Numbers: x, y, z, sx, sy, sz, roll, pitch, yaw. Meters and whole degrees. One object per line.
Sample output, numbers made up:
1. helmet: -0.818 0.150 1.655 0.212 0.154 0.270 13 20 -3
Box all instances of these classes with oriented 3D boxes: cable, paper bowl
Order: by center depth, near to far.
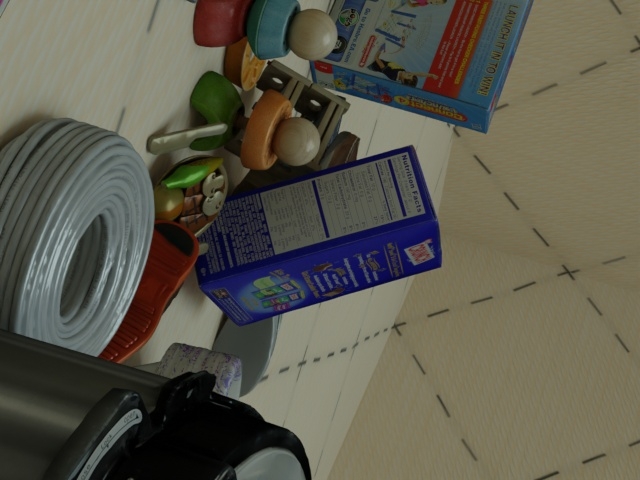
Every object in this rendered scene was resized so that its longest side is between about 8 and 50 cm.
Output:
1. cable: -0.242 0.019 1.089 0.257 0.089 0.257 94 18 -50
2. paper bowl: -0.198 0.265 1.465 0.284 0.148 0.284 12 90 -87

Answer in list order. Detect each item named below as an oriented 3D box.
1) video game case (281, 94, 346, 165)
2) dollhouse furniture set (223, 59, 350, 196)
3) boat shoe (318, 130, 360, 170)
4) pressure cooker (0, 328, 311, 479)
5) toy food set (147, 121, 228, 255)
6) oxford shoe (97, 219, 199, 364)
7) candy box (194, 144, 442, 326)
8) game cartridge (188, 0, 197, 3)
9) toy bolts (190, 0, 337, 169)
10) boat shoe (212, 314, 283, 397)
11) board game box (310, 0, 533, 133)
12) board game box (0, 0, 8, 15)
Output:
1. video game case: -0.022 -0.133 2.076 0.274 0.026 0.196 -48 153 -66
2. dollhouse furniture set: -0.070 -0.133 1.674 0.184 0.129 0.129 -45 -163 57
3. boat shoe: 0.039 -0.045 2.135 0.123 0.116 0.324 -57 162 -52
4. pressure cooker: -0.184 0.253 0.817 0.370 0.420 0.375 30 75 -71
5. toy food set: -0.156 -0.041 1.418 0.132 0.038 0.192 -21 133 -41
6. oxford shoe: -0.221 0.089 1.302 0.271 0.097 0.098 -49 170 -48
7. candy box: 0.000 0.000 1.633 0.268 0.317 0.122 66 9 -73
8. game cartridge: -0.142 -0.292 1.288 0.083 0.017 0.056 20 91 -79
9. toy bolts: -0.051 -0.219 1.461 0.228 0.158 0.218 95 17 -47
10. boat shoe: -0.104 0.120 1.911 0.088 0.096 0.267 15 84 -74
11. board game box: 0.178 -0.362 1.976 0.086 0.302 0.308 80 30 -67
12. board game box: -0.251 -0.142 0.846 0.103 0.026 0.154 -22 -137 64
